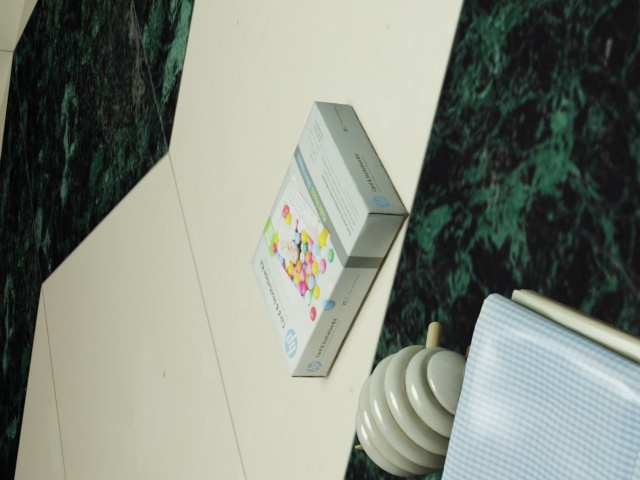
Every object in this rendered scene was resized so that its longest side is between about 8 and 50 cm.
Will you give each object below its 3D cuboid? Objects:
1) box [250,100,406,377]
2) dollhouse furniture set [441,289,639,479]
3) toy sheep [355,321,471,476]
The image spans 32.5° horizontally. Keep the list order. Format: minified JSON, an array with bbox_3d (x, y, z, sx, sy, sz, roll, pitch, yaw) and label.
[{"bbox_3d":[0.000,0.000,0.925,0.145,0.038,0.186,-113,35,-43],"label":"box"},{"bbox_3d":[0.039,0.145,0.471,0.286,0.198,0.304,29,112,54],"label":"dollhouse furniture set"},{"bbox_3d":[0.069,0.107,0.718,0.132,0.091,0.091,-51,42,42],"label":"toy sheep"}]
